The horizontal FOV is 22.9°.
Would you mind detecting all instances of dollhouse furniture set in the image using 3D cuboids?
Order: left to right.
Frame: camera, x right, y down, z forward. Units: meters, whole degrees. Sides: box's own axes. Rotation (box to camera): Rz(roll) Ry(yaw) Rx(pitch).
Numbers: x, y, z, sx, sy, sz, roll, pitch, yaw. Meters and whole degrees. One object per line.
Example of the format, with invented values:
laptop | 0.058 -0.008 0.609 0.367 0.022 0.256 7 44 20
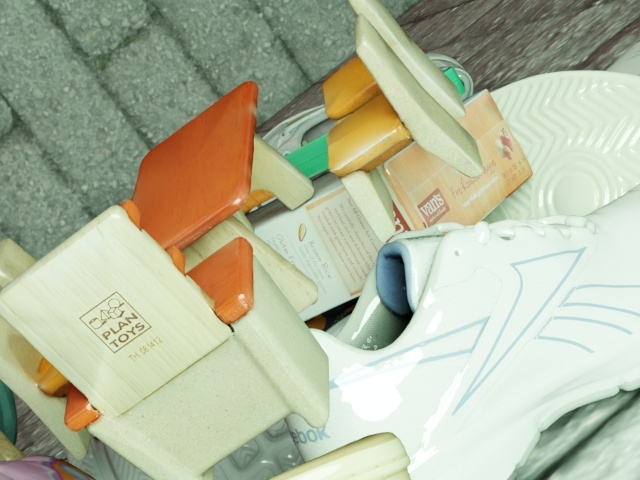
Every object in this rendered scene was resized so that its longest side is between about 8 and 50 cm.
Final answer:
dollhouse furniture set | -0.065 -0.007 0.768 0.262 0.135 0.259 -36 23 15

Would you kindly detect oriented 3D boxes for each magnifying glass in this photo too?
magnifying glass | -0.009 -0.051 1.036 0.231 0.026 0.092 -26 6 21

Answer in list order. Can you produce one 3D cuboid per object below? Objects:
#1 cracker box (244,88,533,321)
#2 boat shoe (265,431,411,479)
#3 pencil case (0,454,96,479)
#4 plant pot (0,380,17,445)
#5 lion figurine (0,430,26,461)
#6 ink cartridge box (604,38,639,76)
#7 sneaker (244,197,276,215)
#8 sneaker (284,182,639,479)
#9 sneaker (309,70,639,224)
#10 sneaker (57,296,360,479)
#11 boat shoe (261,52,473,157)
cracker box | 0.000 0.000 0.980 0.232 0.067 0.156 -27 6 35
boat shoe | -0.079 0.215 0.733 0.341 0.110 0.121 -39 -12 12
pencil case | -0.187 0.169 0.805 0.124 0.124 0.284 -36 -11 3
plant pot | -0.508 0.239 1.499 0.341 0.341 0.334 -31 19 27
lion figurine | -0.380 0.180 1.202 0.142 0.240 0.392 -36 10 16
ink cartridge box | 0.280 -0.120 1.075 0.203 0.086 0.148 -43 11 -25
sneaker | -0.059 0.039 1.383 0.127 0.126 0.321 -31 12 -2
sneaker | 0.102 0.035 0.829 0.297 0.129 0.111 -34 14 -28
sneaker | 0.142 -0.028 1.072 0.350 0.131 0.148 -6 -12 40
sneaker | -0.048 0.131 1.026 0.321 0.124 0.180 -26 7 3
boat shoe | 0.027 -0.102 1.757 0.320 0.118 0.103 -29 7 5
